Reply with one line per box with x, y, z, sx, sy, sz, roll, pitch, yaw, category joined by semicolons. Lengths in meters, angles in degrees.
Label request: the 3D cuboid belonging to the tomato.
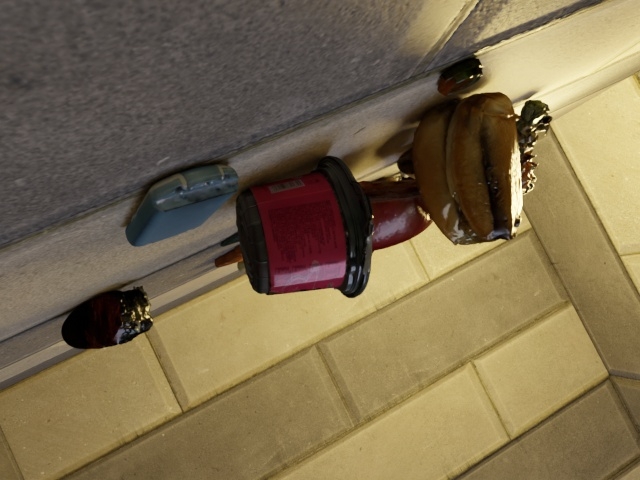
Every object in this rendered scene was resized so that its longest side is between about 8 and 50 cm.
0.127;-0.057;1.027;0.339;0.143;0.338;-6;-165;2;tomato

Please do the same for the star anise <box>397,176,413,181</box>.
0.335;-0.184;1.653;0.212;0.129;0.282;-60;171;-9;star anise

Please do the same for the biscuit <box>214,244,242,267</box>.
-0.218;0.024;1.572;0.284;0.043;0.306;-26;177;11;biscuit

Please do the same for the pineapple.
0.622;-0.321;1.406;0.263;0.262;0.271;-25;149;-27;pineapple

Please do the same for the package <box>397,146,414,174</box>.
0.372;-0.186;1.205;0.221;0.164;0.311;-33;163;20;package

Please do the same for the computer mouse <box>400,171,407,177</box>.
0.322;-0.253;1.307;0.199;0.044;0.102;-30;172;9;computer mouse

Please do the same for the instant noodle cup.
-0.045;-0.010;0.771;0.182;0.258;0.302;-10;160;-16;instant noodle cup

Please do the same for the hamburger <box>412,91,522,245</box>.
0.307;-0.137;0.870;0.174;0.283;0.305;-12;-174;39;hamburger

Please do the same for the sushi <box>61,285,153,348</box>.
-0.535;0.204;1.120;0.225;0.136;0.126;-22;171;23;sushi

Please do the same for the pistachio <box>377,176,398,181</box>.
0.209;-0.107;1.517;0.237;0.138;0.153;-66;168;3;pistachio

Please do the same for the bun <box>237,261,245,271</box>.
-0.277;0.075;1.725;0.115;0.069;0.115;-26;176;-2;bun

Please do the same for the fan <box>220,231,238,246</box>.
-0.175;-0.031;1.277;0.224;0.012;0.294;-26;176;7;fan

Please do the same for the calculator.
-0.192;-0.043;0.600;0.121;0.039;0.210;-22;176;-37;calculator

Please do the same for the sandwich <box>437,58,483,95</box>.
0.213;-0.245;0.668;0.070;0.026;0.101;-28;178;12;sandwich
